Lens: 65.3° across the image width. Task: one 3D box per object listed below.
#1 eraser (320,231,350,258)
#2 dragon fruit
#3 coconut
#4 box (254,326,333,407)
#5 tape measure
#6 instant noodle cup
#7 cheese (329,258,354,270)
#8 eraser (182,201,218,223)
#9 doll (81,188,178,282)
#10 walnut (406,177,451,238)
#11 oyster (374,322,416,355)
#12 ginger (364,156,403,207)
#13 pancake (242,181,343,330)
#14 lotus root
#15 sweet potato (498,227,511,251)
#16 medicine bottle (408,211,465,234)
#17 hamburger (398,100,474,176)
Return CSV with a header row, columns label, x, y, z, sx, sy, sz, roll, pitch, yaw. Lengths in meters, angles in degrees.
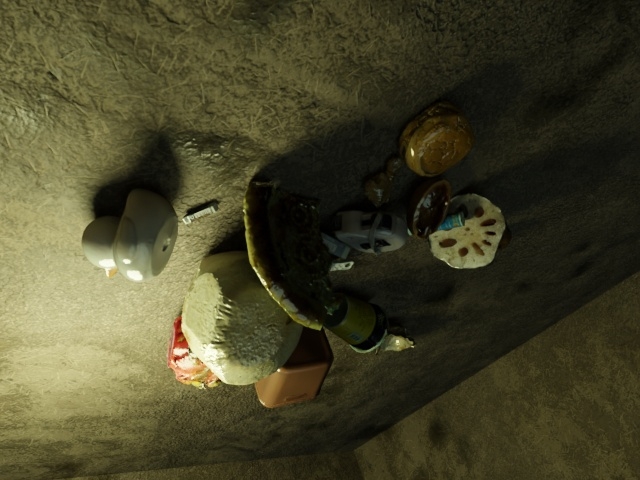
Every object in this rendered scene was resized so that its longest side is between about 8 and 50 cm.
label,x,y,z,sx,sy,sz,roll,pitch,yaw
eraser,0.000,0.000,1.570,0.212,0.091,0.046,28,86,-48
dragon fruit,-0.367,0.361,1.709,0.290,0.250,0.269,11,132,-18
coconut,-0.237,0.222,1.485,0.344,0.416,0.415,24,127,-19
box,-0.119,0.382,1.804,0.239,0.340,0.230,-3,138,-25
tape measure,0.176,-0.027,1.586,0.197,0.120,0.236,-10,156,33
instant noodle cup,0.125,0.316,1.983,0.215,0.216,0.236,-38,136,20
cheese,-0.001,0.079,1.696,0.248,0.071,0.164,-15,146,-10
eraser,-0.326,-0.075,1.356,0.099,0.019,0.027,-23,132,0
doll,-0.478,-0.014,1.241,0.220,0.221,0.251,7,113,-35
walnut,0.336,-0.114,1.603,0.167,0.087,0.212,-9,123,-37
oyster,0.294,0.447,2.296,0.197,0.133,0.337,-37,141,23
ginger,0.180,-0.176,1.470,0.096,0.067,0.166,-1,127,-28
pancake,-0.064,0.038,1.361,0.304,0.428,0.066,-6,169,-44
lotus root,0.524,-0.018,1.733,0.272,0.272,0.192,-38,153,21
sweet potato,0.598,0.028,1.951,0.341,0.092,0.114,-10,118,-19
medicine bottle,0.389,-0.056,1.689,0.190,0.051,0.051,-11,152,28
hamburger,0.319,-0.275,1.384,0.213,0.108,0.214,-17,142,-14
